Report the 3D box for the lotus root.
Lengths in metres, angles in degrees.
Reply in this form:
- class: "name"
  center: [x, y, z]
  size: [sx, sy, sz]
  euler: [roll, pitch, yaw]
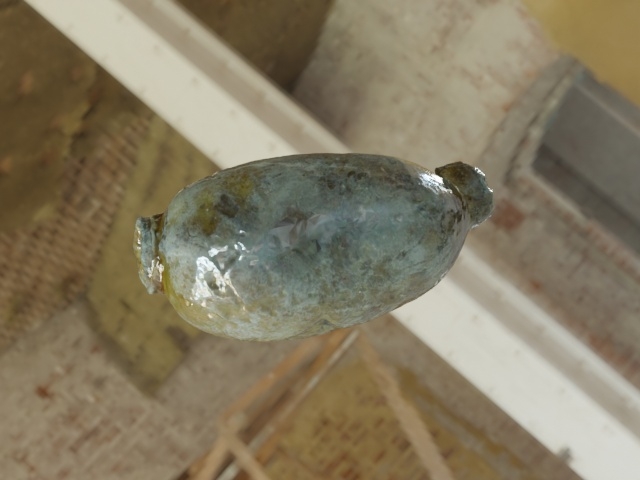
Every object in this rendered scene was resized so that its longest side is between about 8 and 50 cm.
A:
- class: "lotus root"
  center: [0.000, 0.001, 1.363]
  size: [0.349, 0.175, 0.175]
  euler: [-12, -17, -4]
